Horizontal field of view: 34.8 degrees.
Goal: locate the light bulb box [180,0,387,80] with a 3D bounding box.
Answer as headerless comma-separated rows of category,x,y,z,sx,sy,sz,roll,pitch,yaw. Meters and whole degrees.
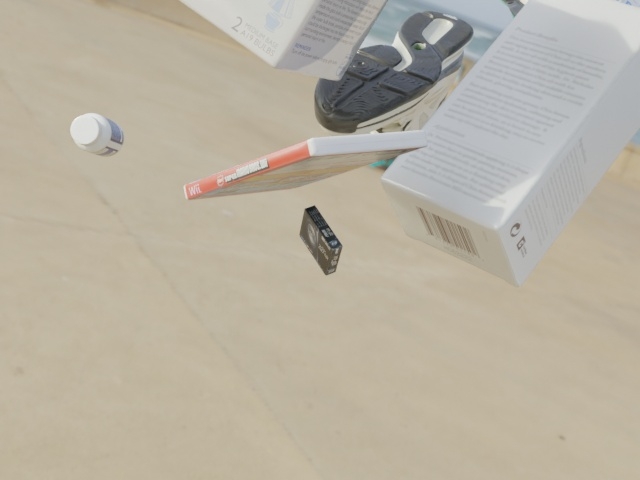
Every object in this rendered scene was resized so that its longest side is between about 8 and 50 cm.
light bulb box,-0.055,-0.465,1.373,0.358,0.361,0.225,36,16,15

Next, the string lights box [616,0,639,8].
string lights box,0.502,-0.364,1.833,0.133,0.076,0.260,38,-4,-17

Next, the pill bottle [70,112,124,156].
pill bottle,-0.383,-0.181,1.745,0.067,0.067,0.120,22,1,6

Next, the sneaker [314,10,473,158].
sneaker,0.132,-0.224,1.850,0.169,0.257,0.447,26,40,22

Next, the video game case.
video game case,-0.024,-0.101,1.382,0.204,0.025,0.285,-9,-3,-41

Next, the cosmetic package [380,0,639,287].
cosmetic package,0.329,-0.174,1.592,0.230,0.453,0.161,28,-20,37

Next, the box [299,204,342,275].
box,0.000,0.000,1.501,0.018,0.067,0.083,-21,60,-23

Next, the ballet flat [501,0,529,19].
ballet flat,0.371,-0.427,1.827,0.074,0.074,0.203,15,31,-21
